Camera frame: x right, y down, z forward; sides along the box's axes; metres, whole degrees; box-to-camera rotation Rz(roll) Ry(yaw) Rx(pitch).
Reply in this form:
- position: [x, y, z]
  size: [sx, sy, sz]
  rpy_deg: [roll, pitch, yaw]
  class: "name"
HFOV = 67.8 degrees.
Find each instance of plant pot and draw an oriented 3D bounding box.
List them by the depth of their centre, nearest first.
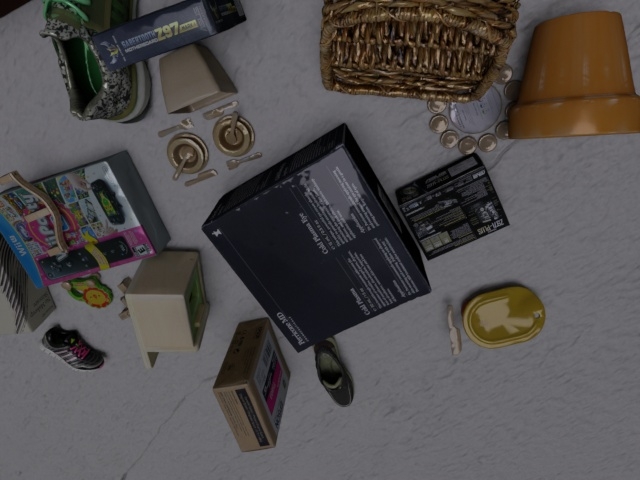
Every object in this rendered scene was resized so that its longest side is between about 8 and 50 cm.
- position: [0.429, -0.271, 0.805]
  size: [0.205, 0.205, 0.188]
  rpy_deg: [-2, 101, 5]
  class: "plant pot"
- position: [-0.235, -0.301, 0.883]
  size: [0.109, 0.109, 0.096]
  rpy_deg: [-18, 103, 13]
  class: "plant pot"

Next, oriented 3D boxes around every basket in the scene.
- position: [0.150, -0.331, 0.767]
  size: [0.299, 0.213, 0.223]
  rpy_deg: [7, 112, 2]
  class: "basket"

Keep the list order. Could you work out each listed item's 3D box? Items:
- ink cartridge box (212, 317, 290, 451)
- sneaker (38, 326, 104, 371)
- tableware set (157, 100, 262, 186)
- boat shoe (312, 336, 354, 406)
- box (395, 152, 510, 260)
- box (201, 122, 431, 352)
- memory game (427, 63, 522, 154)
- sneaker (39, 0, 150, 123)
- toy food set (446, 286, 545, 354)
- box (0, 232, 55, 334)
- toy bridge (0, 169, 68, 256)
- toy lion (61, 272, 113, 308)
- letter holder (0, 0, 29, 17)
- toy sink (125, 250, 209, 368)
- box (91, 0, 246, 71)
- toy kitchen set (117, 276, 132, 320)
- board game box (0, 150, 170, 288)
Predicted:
- position: [-0.151, 0.329, 1.111]
  size: [0.088, 0.235, 0.193]
  rpy_deg: [-13, 115, 11]
  class: "ink cartridge box"
- position: [-0.633, 0.275, 1.216]
  size: [0.170, 0.063, 0.075]
  rpy_deg: [28, 121, -4]
  class: "sneaker"
- position: [-0.228, -0.191, 0.969]
  size: [0.194, 0.039, 0.128]
  rpy_deg: [-18, 113, 13]
  class: "tableware set"
- position: [0.029, 0.342, 1.193]
  size: [0.080, 0.073, 0.224]
  rpy_deg: [-13, 114, 11]
  class: "boat shoe"
- position: [0.265, -0.067, 0.966]
  size: [0.180, 0.077, 0.147]
  rpy_deg: [-26, 116, 17]
  class: "box"
- position: [0.000, 0.000, 0.969]
  size: [0.312, 0.179, 0.343]
  rpy_deg: [-28, 111, 15]
  class: "box"
- position: [0.298, -0.254, 0.914]
  size: [0.186, 0.012, 0.186]
  rpy_deg: [2, 117, 3]
  class: "memory game"
- position: [-0.400, -0.389, 0.804]
  size: [0.158, 0.182, 0.410]
  rpy_deg: [-3, 116, 6]
  class: "sneaker"
- position: [0.394, 0.176, 1.095]
  size: [0.217, 0.071, 0.128]
  rpy_deg: [-14, 90, 9]
  class: "toy food set"
- position: [-0.726, 0.076, 1.100]
  size: [0.094, 0.113, 0.275]
  rpy_deg: [-4, 117, 5]
  class: "box"
- position: [-0.566, -0.055, 0.964]
  size: [0.063, 0.026, 0.188]
  rpy_deg: [-19, 112, 12]
  class: "toy bridge"
- position: [-0.562, 0.127, 1.159]
  size: [0.100, 0.034, 0.096]
  rpy_deg: [-5, 123, 7]
  class: "toy lion"
- position: [-0.675, -0.425, 0.789]
  size: [0.301, 0.214, 0.152]
  rpy_deg: [-20, 113, 14]
  class: "letter holder"
- position: [-0.332, 0.161, 1.078]
  size: [0.131, 0.153, 0.234]
  rpy_deg: [1, 124, -1]
  class: "toy sink"
- position: [-0.234, -0.351, 0.783]
  size: [0.183, 0.233, 0.059]
  rpy_deg: [-15, 117, 12]
  class: "box"
- position: [-0.473, 0.149, 1.139]
  size: [0.075, 0.068, 0.083]
  rpy_deg: [-26, 111, 16]
  class: "toy kitchen set"
- position: [-0.520, -0.041, 1.035]
  size: [0.303, 0.097, 0.224]
  rpy_deg: [-15, 113, 12]
  class: "board game box"
